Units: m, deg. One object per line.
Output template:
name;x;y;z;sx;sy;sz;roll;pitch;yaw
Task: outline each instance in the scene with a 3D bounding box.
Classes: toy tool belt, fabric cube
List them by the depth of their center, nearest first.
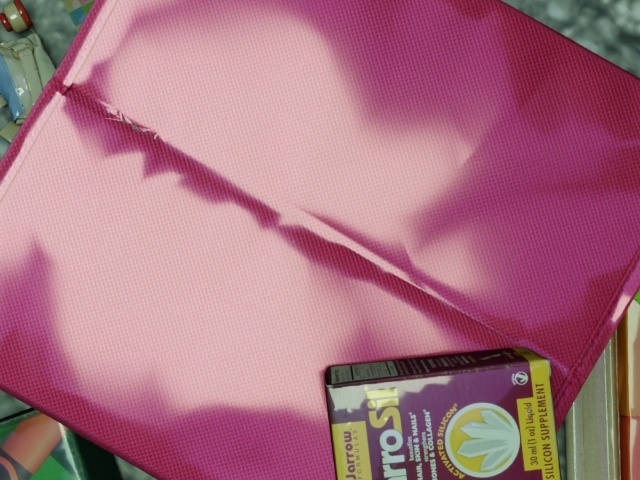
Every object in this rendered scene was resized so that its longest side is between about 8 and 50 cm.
fabric cube;0.000;0.000;0.547;0.258;0.254;0.259;30;89;1
toy tool belt;-0.195;-0.107;0.657;0.051;0.052;0.083;-27;87;-7

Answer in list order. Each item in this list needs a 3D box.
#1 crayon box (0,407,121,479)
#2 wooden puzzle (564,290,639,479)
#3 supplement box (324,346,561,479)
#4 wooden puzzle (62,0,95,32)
crayon box;-0.188;0.275;0.631;0.202;0.081;0.318;-20;88;1
wooden puzzle;0.261;0.109;0.631;0.221;0.044;0.238;0;89;-1
supplement box;0.046;0.073;0.396;0.083;0.043;0.055;-7;91;0
wooden puzzle;-0.145;-0.163;0.678;0.049;0.006;0.083;-27;88;1
